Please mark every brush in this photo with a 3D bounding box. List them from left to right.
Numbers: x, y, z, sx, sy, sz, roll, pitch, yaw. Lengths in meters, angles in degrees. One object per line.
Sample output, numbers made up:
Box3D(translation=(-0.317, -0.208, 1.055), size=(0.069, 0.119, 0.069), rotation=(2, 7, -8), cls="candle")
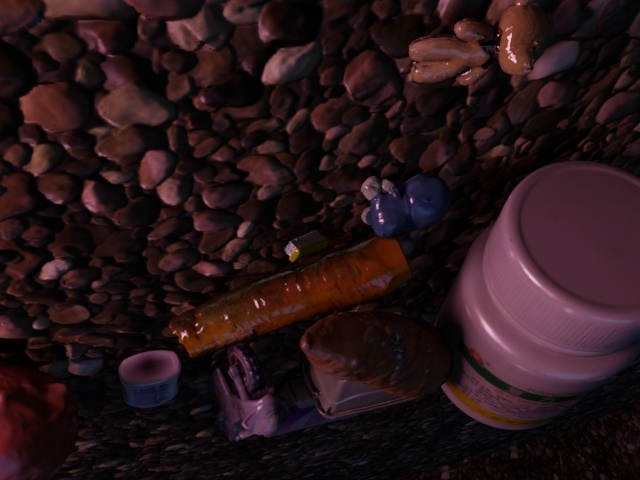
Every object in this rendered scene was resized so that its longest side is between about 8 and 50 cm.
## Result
Box3D(translation=(0.000, 0.000, 0.590), size=(0.083, 0.021, 0.019), rotation=(-18, 154, -41), cls="brush")

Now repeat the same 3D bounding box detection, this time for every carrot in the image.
Box3D(translation=(-0.032, 0.061, 0.622), size=(0.260, 0.070, 0.070), rotation=(-21, 151, 4), cls="carrot")
Box3D(translation=(0.053, 0.118, 0.622), size=(0.101, 0.102, 0.263), rotation=(-33, 151, 23), cls="carrot")

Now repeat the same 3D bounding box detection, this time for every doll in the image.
Box3D(translation=(0.081, -0.031, 0.559), size=(0.083, 0.051, 0.076), rotation=(-17, 155, -8), cls="doll")
Box3D(translation=(0.112, -0.138, 0.417), size=(0.093, 0.051, 0.061), rotation=(5, 157, 17), cls="doll")

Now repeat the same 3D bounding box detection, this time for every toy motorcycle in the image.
Box3D(translation=(-0.100, 0.220, 0.800), size=(0.080, 0.123, 0.215), rotation=(-20, 155, -31), cls="toy motorcycle")

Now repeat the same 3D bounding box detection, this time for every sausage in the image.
Box3D(translation=(-0.367, 0.205, 0.598), size=(0.254, 0.148, 0.148), rotation=(-18, 151, -1), cls="sausage")

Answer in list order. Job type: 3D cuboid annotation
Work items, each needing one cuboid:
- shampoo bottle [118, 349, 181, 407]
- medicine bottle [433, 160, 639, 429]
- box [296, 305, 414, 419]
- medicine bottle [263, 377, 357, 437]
Box3D(translation=(-0.213, 0.177, 0.740), size=(0.072, 0.043, 0.099), rotation=(-7, 150, -19), cls="shampoo bottle")
Box3D(translation=(0.256, 0.080, 0.684), size=(0.208, 0.208, 0.340), rotation=(-14, 151, -9), cls="medicine bottle")
Box3D(translation=(0.065, 0.158, 0.804), size=(0.172, 0.124, 0.093), rotation=(-8, 139, -23), cls="box")
Box3D(translation=(0.008, 0.276, 1.036), size=(0.201, 0.052, 0.171), rotation=(-3, 147, -30), cls="medicine bottle")
